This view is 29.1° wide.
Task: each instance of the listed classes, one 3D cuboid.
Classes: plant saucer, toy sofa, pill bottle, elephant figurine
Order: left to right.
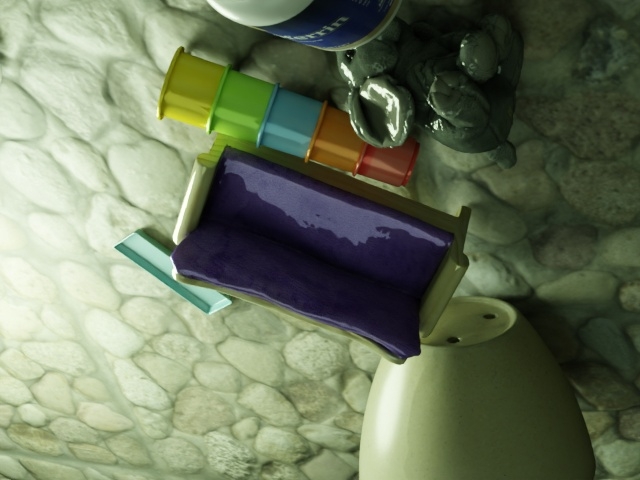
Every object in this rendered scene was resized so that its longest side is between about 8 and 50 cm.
[{"bbox_3d":[-0.222,0.047,1.869,0.192,0.018,0.067,39,139,-22],"label":"plant saucer"},{"bbox_3d":[-0.031,-0.273,1.176,0.153,0.153,0.264,-3,179,26],"label":"pill bottle"},{"bbox_3d":[0.000,0.000,1.570,0.362,0.177,0.150,21,132,-3],"label":"toy sofa"},{"bbox_3d":[0.092,-0.189,1.358,0.239,0.186,0.169,11,-173,27],"label":"elephant figurine"}]

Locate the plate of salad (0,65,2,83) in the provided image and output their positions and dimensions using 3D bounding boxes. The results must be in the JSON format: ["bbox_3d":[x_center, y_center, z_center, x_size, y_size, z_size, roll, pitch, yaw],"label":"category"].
[{"bbox_3d":[-0.515,-0.243,1.610,0.199,0.048,0.200,12,143,9],"label":"plate of salad"}]

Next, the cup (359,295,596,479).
[{"bbox_3d":[0.204,0.216,1.694,0.331,0.331,0.237,1,113,23],"label":"cup"}]

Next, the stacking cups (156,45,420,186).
[{"bbox_3d":[-0.037,-0.140,1.492,0.316,0.096,0.096,19,143,0],"label":"stacking cups"}]
